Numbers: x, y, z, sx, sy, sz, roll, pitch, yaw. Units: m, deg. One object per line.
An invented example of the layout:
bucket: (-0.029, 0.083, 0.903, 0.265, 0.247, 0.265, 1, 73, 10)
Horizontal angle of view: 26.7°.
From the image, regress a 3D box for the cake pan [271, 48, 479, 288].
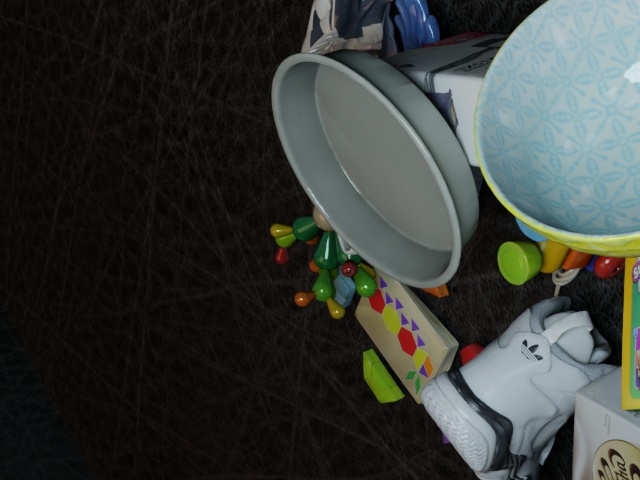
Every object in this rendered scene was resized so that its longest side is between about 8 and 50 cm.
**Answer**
cake pan: (0.061, -0.083, 1.444, 0.293, 0.054, 0.293, 42, 154, 26)

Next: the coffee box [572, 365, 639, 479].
coffee box: (0.369, 0.299, 1.460, 0.168, 0.119, 0.297, 30, 132, 46)

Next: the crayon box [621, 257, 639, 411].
crayon box: (0.376, 0.075, 1.234, 0.278, 0.081, 0.165, 156, 119, -73)

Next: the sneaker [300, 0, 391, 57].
sneaker: (0.024, -0.306, 1.652, 0.235, 0.094, 0.153, 109, 157, -49)

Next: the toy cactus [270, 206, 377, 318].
toy cactus: (0.000, 0.000, 1.861, 0.219, 0.112, 0.180, 39, 128, 56)

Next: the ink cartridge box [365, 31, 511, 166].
ink cartridge box: (0.177, -0.153, 1.437, 0.237, 0.172, 0.100, 16, 122, 54)

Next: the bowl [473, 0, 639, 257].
bowl: (0.301, -0.095, 1.244, 0.289, 0.289, 0.156, 42, 177, 39)

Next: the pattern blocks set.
pattern blocks set: (0.119, 0.127, 1.846, 0.325, 0.026, 0.285, 59, 148, 20)

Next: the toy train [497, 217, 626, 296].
toy train: (0.250, 0.012, 1.452, 0.105, 0.143, 0.248, 52, 146, 27)

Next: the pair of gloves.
pair of gloves: (0.097, -0.217, 1.630, 0.198, 0.023, 0.159, -176, 78, -69)

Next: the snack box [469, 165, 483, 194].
snack box: (0.152, -0.081, 1.657, 0.100, 0.037, 0.141, 44, 141, 35)

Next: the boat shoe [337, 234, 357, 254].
boat shoe: (0.037, -0.112, 1.759, 0.096, 0.088, 0.267, 2, 103, 57)

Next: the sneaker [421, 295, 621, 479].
sneaker: (0.254, 0.193, 1.577, 0.137, 0.210, 0.366, 53, -179, 27)
